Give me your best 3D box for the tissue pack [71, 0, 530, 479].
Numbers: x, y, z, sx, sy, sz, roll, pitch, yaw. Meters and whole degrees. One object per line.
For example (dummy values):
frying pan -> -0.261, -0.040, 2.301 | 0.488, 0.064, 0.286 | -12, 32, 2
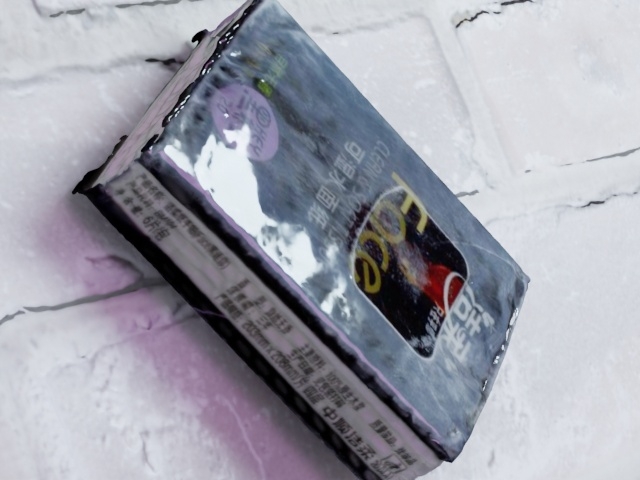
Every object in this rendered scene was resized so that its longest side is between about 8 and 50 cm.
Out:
tissue pack -> 0.000, 0.000, 1.612 | 0.361, 0.122, 0.259 | 47, 40, -13
